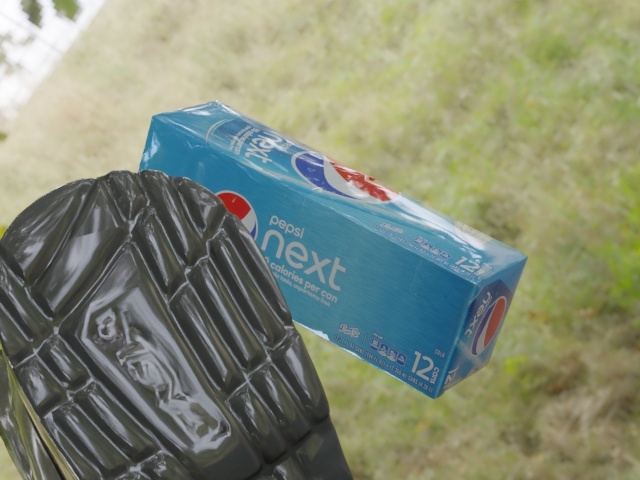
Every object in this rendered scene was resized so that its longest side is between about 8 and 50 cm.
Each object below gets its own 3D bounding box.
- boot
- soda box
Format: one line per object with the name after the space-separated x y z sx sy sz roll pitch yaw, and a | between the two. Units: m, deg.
-0.023 0.154 0.545 0.118 0.338 0.223 -15 -16 -17 | boot
0.000 0.000 0.846 0.067 0.210 0.071 -23 -44 -57 | soda box
